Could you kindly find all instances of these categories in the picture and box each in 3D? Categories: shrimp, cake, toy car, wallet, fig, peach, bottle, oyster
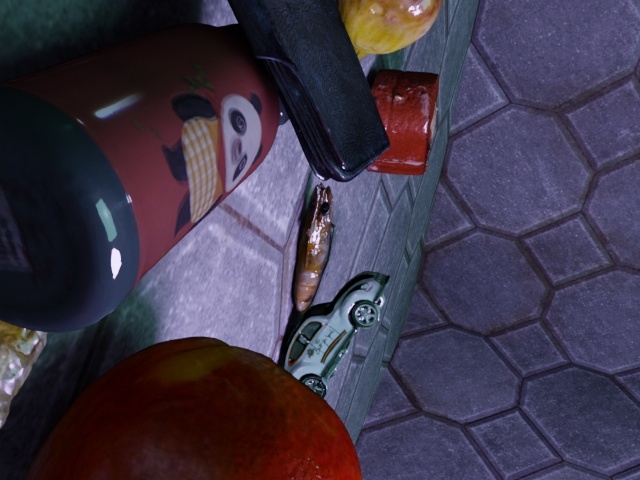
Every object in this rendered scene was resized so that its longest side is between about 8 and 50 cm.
[{"bbox_3d":[0.000,0.000,1.185,0.169,0.058,0.296,-63,168,-53],"label":"shrimp"},{"bbox_3d":[0.172,-0.255,1.364,0.283,0.151,0.177,63,33,-70],"label":"cake"},{"bbox_3d":[0.017,0.175,1.231,0.306,0.125,0.136,-58,176,14],"label":"toy car"},{"bbox_3d":[-0.031,-0.204,0.525,0.318,0.045,0.172,66,27,-12],"label":"wallet"},{"bbox_3d":[0.085,-0.341,1.001,0.159,0.159,0.257,-60,180,-43],"label":"fig"},{"bbox_3d":[-0.121,0.258,0.572,0.332,0.308,0.308,-56,162,-12],"label":"peach"},{"bbox_3d":[-0.119,-0.084,0.474,0.336,0.144,0.144,-57,158,-55],"label":"bottle"},{"bbox_3d":[-0.217,0.043,0.455,0.146,0.045,0.121,-55,143,-52],"label":"oyster"}]
